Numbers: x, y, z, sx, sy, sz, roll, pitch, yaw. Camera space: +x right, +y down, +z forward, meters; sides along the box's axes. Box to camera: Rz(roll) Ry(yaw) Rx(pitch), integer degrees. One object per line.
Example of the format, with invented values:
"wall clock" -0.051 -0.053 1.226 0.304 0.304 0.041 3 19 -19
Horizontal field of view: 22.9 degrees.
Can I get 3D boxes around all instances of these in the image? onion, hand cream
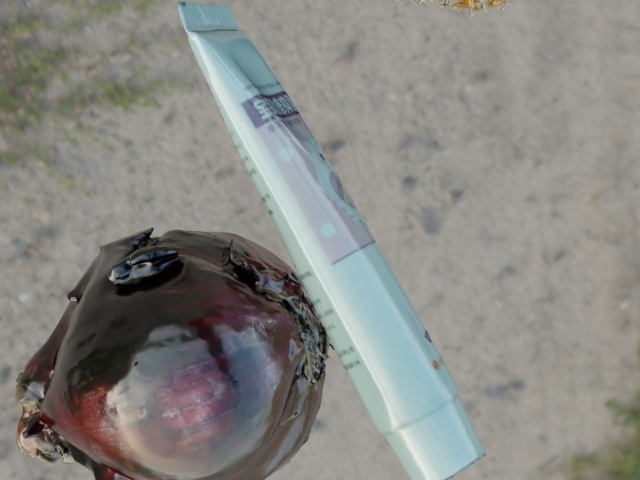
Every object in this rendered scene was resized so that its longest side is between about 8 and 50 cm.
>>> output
"onion" -0.105 0.099 1.220 0.281 0.281 0.221 -16 94 -18
"hand cream" 0.000 0.000 0.982 0.058 0.331 0.085 -31 177 22

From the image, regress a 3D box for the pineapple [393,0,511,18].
"pineapple" 0.117 -0.275 1.501 0.137 0.161 0.176 -41 102 16
